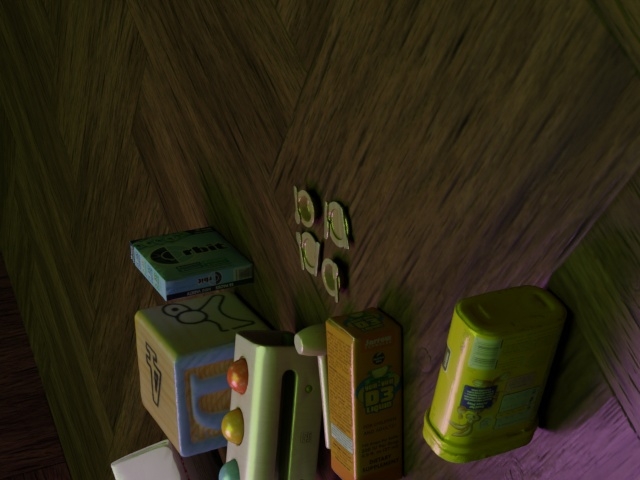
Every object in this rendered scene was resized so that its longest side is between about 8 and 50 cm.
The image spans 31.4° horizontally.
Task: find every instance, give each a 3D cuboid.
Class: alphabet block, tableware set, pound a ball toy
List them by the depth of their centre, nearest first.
[{"bbox_3d":[0.000,0.000,1.622,0.168,0.020,0.141,34,131,56],"label":"tableware set"},{"bbox_3d":[-0.067,0.263,1.692,0.208,0.135,0.319,-161,74,-66],"label":"pound a ball toy"},{"bbox_3d":[-0.191,0.220,1.930,0.197,0.192,0.193,37,132,56],"label":"alphabet block"}]

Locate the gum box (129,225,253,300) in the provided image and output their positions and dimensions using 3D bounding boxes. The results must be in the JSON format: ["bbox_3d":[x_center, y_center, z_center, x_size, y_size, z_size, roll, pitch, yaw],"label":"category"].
[{"bbox_3d":[-0.224,0.036,1.954,0.184,0.157,0.041,38,133,55],"label":"gum box"}]

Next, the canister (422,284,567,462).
[{"bbox_3d":[0.180,0.136,1.176,0.073,0.126,0.170,51,142,45],"label":"canister"}]

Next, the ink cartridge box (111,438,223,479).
[{"bbox_3d":[-0.248,0.455,2.028,0.278,0.117,0.201,27,-139,-80],"label":"ink cartridge box"}]

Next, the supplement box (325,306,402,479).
[{"bbox_3d":[0.060,0.213,1.523,0.080,0.078,0.233,31,129,58],"label":"supplement box"}]
